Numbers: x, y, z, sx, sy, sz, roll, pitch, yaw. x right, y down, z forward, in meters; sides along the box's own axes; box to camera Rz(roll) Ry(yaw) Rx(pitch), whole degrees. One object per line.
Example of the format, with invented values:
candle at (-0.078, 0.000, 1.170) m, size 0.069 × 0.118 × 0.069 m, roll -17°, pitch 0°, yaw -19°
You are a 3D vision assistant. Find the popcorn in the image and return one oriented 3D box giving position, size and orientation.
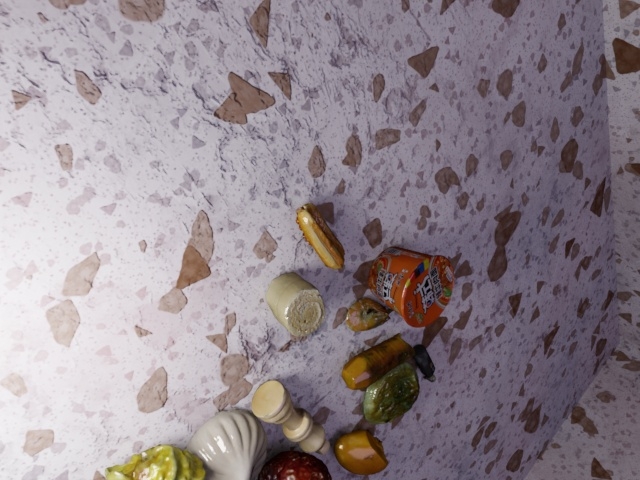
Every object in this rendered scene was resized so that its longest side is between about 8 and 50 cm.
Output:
popcorn at (-0.420, 0.622, 1.137) m, size 0.234 × 0.181 × 0.217 m, roll -28°, pitch 101°, yaw 1°

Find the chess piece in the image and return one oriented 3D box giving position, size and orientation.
chess piece at (-0.073, 0.595, 1.449) m, size 0.117 × 0.117 × 0.397 m, roll -46°, pitch 130°, yaw -15°

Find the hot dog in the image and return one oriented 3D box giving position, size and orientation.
hot dog at (0.000, 0.000, 1.298) m, size 0.076 × 0.102 × 0.249 m, roll -22°, pitch 127°, yaw 19°

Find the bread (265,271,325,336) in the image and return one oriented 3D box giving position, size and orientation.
bread at (-0.073, 0.180, 1.272) m, size 0.133 × 0.141 × 0.148 m, roll -20°, pitch 116°, yaw -26°

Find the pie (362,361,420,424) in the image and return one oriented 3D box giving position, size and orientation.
pie at (0.277, 0.593, 1.729) m, size 0.276 × 0.078 × 0.278 m, roll -12°, pitch 111°, yaw -33°

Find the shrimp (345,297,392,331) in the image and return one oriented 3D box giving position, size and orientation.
shrimp at (0.176, 0.252, 1.547) m, size 0.216 × 0.051 × 0.115 m, roll -3°, pitch 106°, yaw -34°

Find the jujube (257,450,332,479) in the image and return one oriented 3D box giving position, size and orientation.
jujube at (-0.082, 0.785, 1.443) m, size 0.232 × 0.212 × 0.213 m, roll 38°, pitch 82°, yaw -47°

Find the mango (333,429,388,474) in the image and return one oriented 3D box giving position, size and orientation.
mango at (0.149, 0.795, 1.676) m, size 0.252 × 0.126 × 0.154 m, roll 31°, pitch 107°, yaw -31°

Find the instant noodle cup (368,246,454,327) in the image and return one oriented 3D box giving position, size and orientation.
instant noodle cup at (0.296, 0.138, 1.500) m, size 0.250 × 0.192 × 0.251 m, roll -14°, pitch 115°, yaw -33°

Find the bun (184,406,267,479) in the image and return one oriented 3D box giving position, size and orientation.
bun at (-0.250, 0.643, 1.288) m, size 0.262 × 0.175 × 0.264 m, roll -15°, pitch 117°, yaw -32°

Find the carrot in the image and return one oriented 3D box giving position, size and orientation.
carrot at (0.211, 0.429, 1.596) m, size 0.301 × 0.114 × 0.114 m, roll -21°, pitch 118°, yaw -32°

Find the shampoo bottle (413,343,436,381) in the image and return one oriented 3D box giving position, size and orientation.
shampoo bottle at (0.426, 0.508, 1.824) m, size 0.057 × 0.063 × 0.208 m, roll -47°, pitch 127°, yaw -27°
